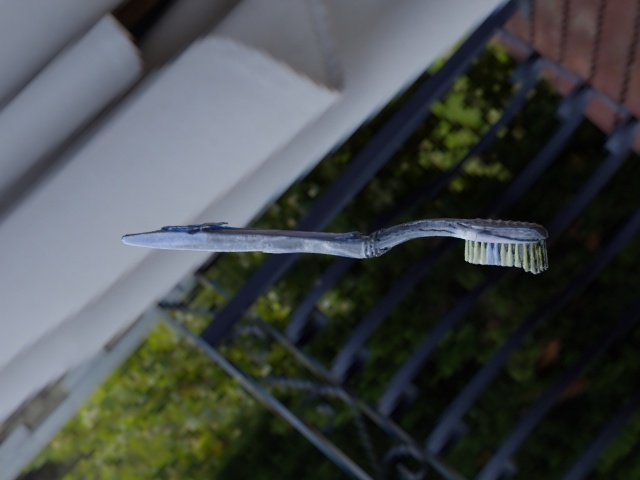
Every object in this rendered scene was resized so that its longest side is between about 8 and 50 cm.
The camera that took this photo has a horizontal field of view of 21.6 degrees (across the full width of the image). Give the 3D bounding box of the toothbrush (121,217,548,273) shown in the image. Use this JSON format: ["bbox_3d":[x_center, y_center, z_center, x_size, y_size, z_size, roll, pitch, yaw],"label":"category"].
[{"bbox_3d":[0.000,0.000,1.416,0.413,0.042,0.035,2,-173,31],"label":"toothbrush"}]
